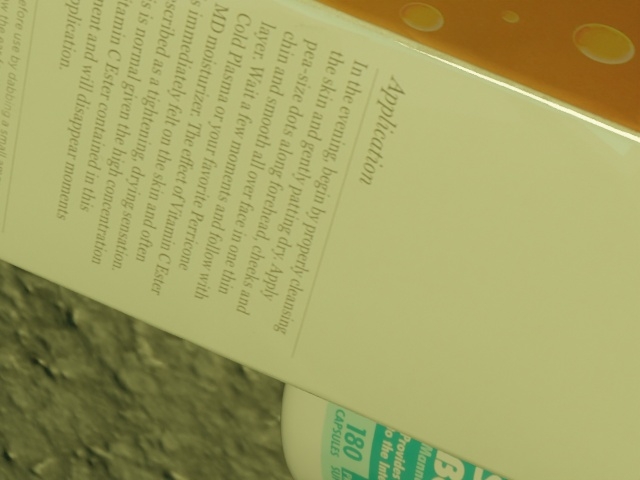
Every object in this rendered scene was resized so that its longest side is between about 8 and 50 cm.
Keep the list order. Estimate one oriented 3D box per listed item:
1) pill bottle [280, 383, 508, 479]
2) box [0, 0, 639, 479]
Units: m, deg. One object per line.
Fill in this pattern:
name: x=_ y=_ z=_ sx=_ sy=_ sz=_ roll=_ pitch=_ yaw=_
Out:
pill bottle: x=0.122 y=0.100 z=0.901 sx=0.264 sy=0.146 sz=0.146 roll=22 pitch=129 yaw=33
box: x=0.049 y=-0.062 z=0.743 sx=0.345 sy=0.215 sz=0.168 roll=23 pitch=132 yaw=7
